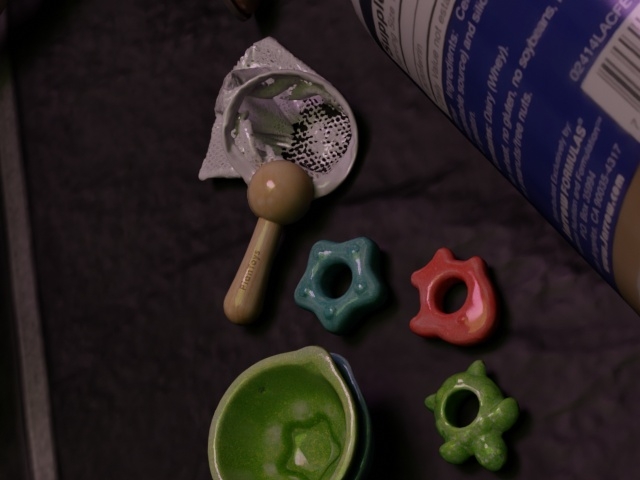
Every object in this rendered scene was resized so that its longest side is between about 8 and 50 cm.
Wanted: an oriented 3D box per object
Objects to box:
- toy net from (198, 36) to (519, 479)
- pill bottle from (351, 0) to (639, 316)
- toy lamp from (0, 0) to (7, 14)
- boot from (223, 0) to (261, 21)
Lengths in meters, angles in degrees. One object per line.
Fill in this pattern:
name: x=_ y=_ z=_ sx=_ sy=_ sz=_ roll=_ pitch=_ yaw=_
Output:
toy net: x=0.000 y=0.000 z=0.743 sx=0.122 sy=0.045 sz=0.232 roll=-27 pitch=60 yaw=23
pill bottle: x=0.103 y=-0.094 z=0.643 sx=0.153 sy=0.153 sz=0.265 roll=-47 pitch=54 yaw=10
toy lamp: x=-0.140 y=-0.150 z=0.873 sx=0.275 sy=0.080 sz=0.080 roll=-45 pitch=54 yaw=12
boot: x=0.005 y=-0.159 z=0.808 sx=0.114 sy=0.037 sz=0.106 roll=-12 pitch=69 yaw=25
